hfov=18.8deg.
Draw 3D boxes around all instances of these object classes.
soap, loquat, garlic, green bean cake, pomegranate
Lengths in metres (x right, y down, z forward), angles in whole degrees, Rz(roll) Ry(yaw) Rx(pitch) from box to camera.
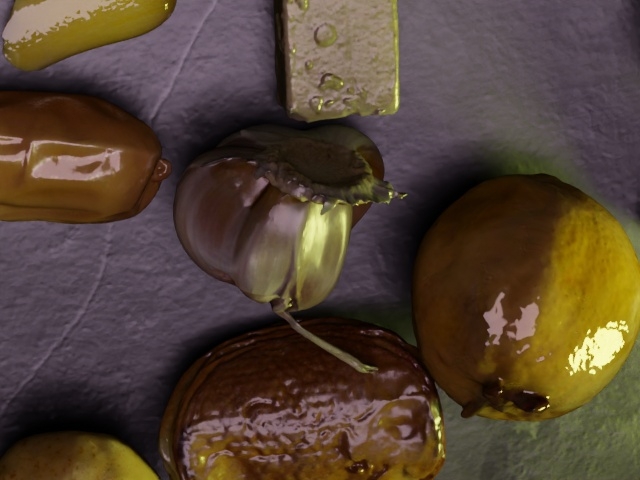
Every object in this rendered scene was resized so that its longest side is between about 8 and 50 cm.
[{"bbox_3d":[-0.213,-0.214,1.749,0.168,0.033,0.089,-19,108,-3],"label":"soap"},{"bbox_3d":[0.193,0.055,1.822,0.238,0.193,0.238,7,79,-38],"label":"loquat"},{"bbox_3d":[0.000,0.000,1.751,0.207,0.207,0.257,-34,87,3],"label":"garlic"},{"bbox_3d":[0.013,-0.202,1.763,0.109,0.085,0.179,-4,110,-7],"label":"green bean cake"},{"bbox_3d":[-0.232,0.265,1.823,0.196,0.196,0.196,-3,109,-8],"label":"pomegranate"}]

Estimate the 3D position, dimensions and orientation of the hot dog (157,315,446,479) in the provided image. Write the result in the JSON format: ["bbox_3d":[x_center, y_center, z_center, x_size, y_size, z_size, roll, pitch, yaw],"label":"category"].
[{"bbox_3d":[-0.020,0.181,1.870,0.272,0.122,0.196,-12,108,-1],"label":"hot dog"}]

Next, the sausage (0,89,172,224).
[{"bbox_3d":[-0.255,-0.075,1.741,0.241,0.136,0.120,2,101,-15],"label":"sausage"}]
